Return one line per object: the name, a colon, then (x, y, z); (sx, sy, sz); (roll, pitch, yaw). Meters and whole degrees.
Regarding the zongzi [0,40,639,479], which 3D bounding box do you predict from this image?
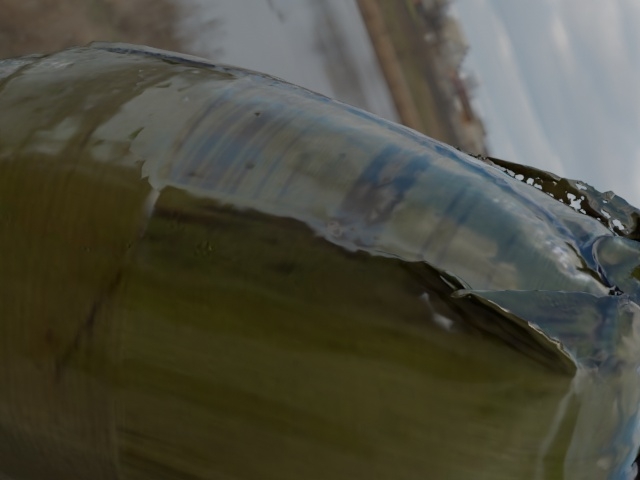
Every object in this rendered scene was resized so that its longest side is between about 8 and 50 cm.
zongzi: (0.000, 0.000, 0.482); (0.289, 0.260, 0.123); (-33, 130, -63)
